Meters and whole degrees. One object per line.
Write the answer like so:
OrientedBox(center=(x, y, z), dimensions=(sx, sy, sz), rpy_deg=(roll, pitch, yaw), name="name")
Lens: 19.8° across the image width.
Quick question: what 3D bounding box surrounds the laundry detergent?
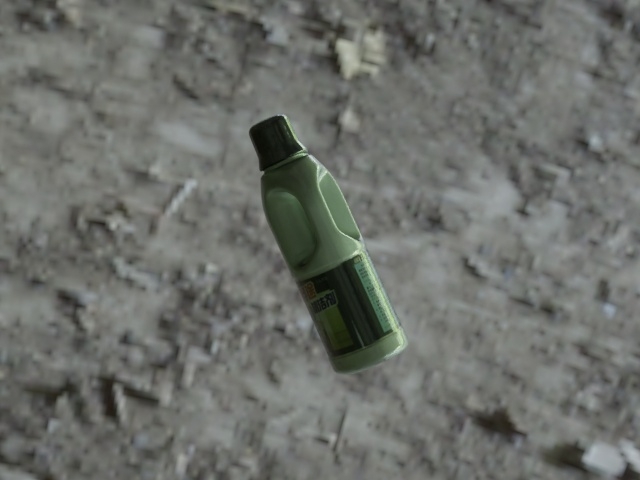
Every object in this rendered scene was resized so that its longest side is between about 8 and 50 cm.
OrientedBox(center=(0.000, 0.000, 1.548), dimensions=(0.070, 0.225, 0.099), rpy_deg=(-23, 2, -4), name="laundry detergent")
